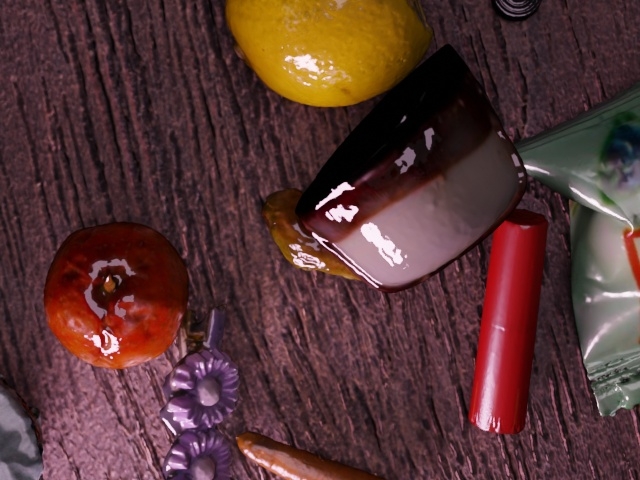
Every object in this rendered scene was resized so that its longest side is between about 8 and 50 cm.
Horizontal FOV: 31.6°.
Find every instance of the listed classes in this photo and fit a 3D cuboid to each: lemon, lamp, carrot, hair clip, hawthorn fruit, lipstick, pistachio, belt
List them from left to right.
[{"bbox_3d":[-0.444,0.239,1.338,0.257,0.150,0.207,46,76,-2],"label":"belt"},{"bbox_3d":[-0.239,0.062,1.330,0.179,0.200,0.179,1,84,-9],"label":"hawthorn fruit"},{"bbox_3d":[-0.154,0.223,1.395,0.106,0.085,0.292,2,91,-47],"label":"hair clip"},{"bbox_3d":[-0.010,0.288,1.410,0.210,0.061,0.061,25,87,-2],"label":"carrot"},{"bbox_3d":[-0.002,-0.269,1.344,0.219,0.240,0.240,-28,90,14],"label":"lemon"},{"bbox_3d":[0.000,0.000,1.424,0.173,0.049,0.089,32,87,-2],"label":"pistachio"},{"bbox_3d":[0.199,-0.462,1.422,0.130,0.108,0.371,-11,89,-5],"label":"lamp"},{"bbox_3d":[0.231,0.102,1.389,0.073,0.073,0.279,3,107,-4],"label":"lipstick"}]

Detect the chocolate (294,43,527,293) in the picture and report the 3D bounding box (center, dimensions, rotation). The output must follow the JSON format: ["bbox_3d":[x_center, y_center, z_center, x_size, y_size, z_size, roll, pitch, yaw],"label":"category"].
[{"bbox_3d":[0.123,-0.071,1.334,0.186,0.283,0.283,41,86,-9],"label":"chocolate"}]

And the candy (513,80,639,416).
[{"bbox_3d":[0.413,0.007,1.419,0.263,0.172,0.397,-19,110,7],"label":"candy"}]
